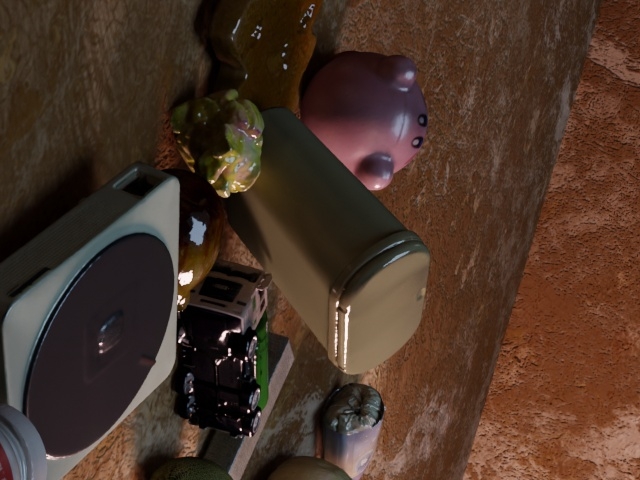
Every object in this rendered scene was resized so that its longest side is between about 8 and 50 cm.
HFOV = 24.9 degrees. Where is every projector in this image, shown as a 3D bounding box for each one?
[{"bbox_3d":[-0.232,0.087,1.364,0.257,0.079,0.259,-43,148,-45],"label":"projector"}]

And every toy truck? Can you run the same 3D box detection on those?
[{"bbox_3d":[-0.109,0.133,1.730,0.242,0.101,0.125,90,20,-44],"label":"toy truck"}]

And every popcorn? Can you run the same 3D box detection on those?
[{"bbox_3d":[-0.110,-0.102,1.547,0.089,0.097,0.109,-27,104,-49],"label":"popcorn"}]

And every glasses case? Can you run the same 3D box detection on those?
[{"bbox_3d":[-0.096,0.223,1.910,0.071,0.047,0.205,77,33,-62],"label":"glasses case"}]

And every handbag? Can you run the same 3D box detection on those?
[{"bbox_3d":[0.052,0.308,2.320,0.173,0.095,0.117,90,21,-44],"label":"handbag"}]

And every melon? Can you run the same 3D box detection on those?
[{"bbox_3d":[-0.154,0.308,1.738,0.099,0.099,0.162,-70,155,-13],"label":"melon"}]

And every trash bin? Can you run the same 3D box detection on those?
[{"bbox_3d":[0.000,0.000,1.640,0.121,0.247,0.243,-33,155,-19],"label":"trash bin"}]

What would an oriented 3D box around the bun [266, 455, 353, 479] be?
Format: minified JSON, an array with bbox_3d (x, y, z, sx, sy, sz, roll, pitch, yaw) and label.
[{"bbox_3d":[-0.016,0.509,2.128,0.364,0.202,0.364,15,90,-69],"label":"bun"}]

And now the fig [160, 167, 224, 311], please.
[{"bbox_3d":[-0.149,0.004,1.509,0.109,0.103,0.154,-32,130,-30],"label":"fig"}]

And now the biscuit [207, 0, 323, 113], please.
[{"bbox_3d":[-0.067,-0.207,1.660,0.278,0.043,0.301,-41,145,-59],"label":"biscuit"}]

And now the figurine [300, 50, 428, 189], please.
[{"bbox_3d":[0.059,-0.159,1.856,0.173,0.173,0.173,16,90,-71],"label":"figurine"}]

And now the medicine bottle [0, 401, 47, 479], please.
[{"bbox_3d":[-0.325,0.203,1.133,0.250,0.131,0.131,-15,119,-68],"label":"medicine bottle"}]
